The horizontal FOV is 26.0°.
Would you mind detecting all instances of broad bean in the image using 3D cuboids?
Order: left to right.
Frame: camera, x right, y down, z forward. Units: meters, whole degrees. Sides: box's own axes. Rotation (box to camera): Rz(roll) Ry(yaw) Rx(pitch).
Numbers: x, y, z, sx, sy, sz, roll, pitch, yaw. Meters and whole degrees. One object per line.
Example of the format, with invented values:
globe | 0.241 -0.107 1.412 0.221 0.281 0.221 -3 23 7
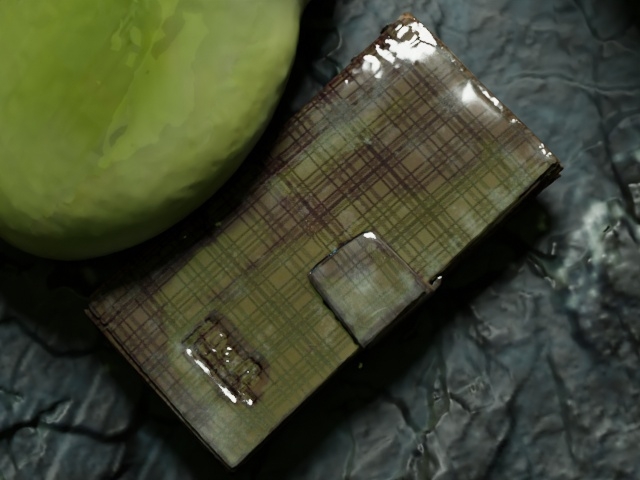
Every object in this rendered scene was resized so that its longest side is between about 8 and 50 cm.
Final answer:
broad bean | -0.098 -0.117 0.696 0.189 0.121 0.263 30 86 14

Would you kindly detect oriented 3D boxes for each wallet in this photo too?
wallet | 0.000 0.000 0.704 0.230 0.042 0.124 -42 76 -4
